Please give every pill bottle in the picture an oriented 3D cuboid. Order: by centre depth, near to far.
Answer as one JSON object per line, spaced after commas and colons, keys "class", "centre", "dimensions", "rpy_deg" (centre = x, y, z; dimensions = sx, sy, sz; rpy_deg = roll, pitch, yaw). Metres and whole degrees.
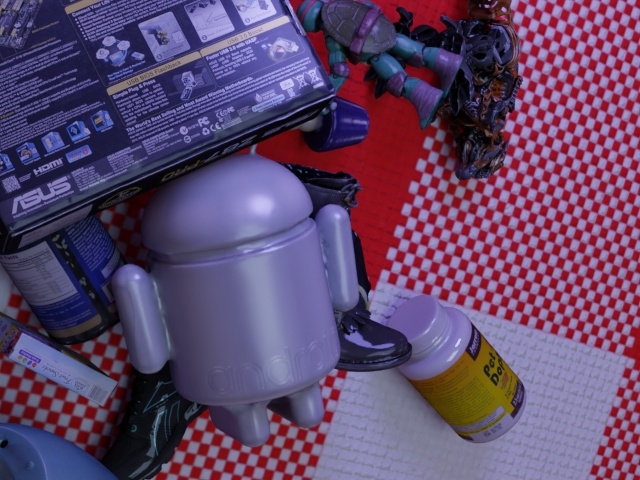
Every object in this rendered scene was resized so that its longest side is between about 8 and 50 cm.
{"class": "pill bottle", "centre": [-0.304, 0.001, 1.774], "dimensions": [0.123, 0.123, 0.219], "rpy_deg": [-38, 119, -20]}
{"class": "pill bottle", "centre": [0.181, 0.171, 2.132], "dimensions": [0.117, 0.117, 0.215], "rpy_deg": [-50, 123, -13]}

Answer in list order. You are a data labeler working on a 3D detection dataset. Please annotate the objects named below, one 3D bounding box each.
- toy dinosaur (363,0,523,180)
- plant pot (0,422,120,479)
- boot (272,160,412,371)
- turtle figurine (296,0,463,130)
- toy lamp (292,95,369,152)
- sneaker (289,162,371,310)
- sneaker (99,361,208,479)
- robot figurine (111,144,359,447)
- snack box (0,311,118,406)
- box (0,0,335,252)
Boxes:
{"class": "toy dinosaur", "centre": [0.187, -0.239, 2.052], "dimensions": [0.218, 0.164, 0.322], "rpy_deg": [-13, 90, -45]}
{"class": "plant pot", "centre": [-0.335, 0.333, 1.688], "dimensions": [0.293, 0.293, 0.235], "rpy_deg": [-45, 144, -16]}
{"class": "boot", "centre": [0.009, 0.027, 1.918], "dimensions": [0.263, 0.091, 0.229], "rpy_deg": [17, 113, 3]}
{"class": "turtle figurine", "centre": [0.046, -0.229, 1.888], "dimensions": [0.234, 0.118, 0.175], "rpy_deg": [28, 66, 7]}
{"class": "toy lamp", "centre": [-0.065, -0.149, 1.924], "dimensions": [0.274, 0.080, 0.080], "rpy_deg": [1, 101, -31]}
{"class": "sneaker", "centre": [0.000, 0.000, 2.016], "dimensions": [0.235, 0.084, 0.097], "rpy_deg": [67, 30, -19]}
{"class": "sneaker", "centre": [-0.201, 0.199, 1.920], "dimensions": [0.106, 0.101, 0.267], "rpy_deg": [49, 68, -16]}
{"class": "robot figurine", "centre": [-0.091, 0.052, 1.804], "dimensions": [0.300, 0.199, 0.354], "rpy_deg": [-19, 105, -27]}
{"class": "snack box", "centre": [-0.314, 0.135, 1.813], "dimensions": [0.141, 0.100, 0.037], "rpy_deg": [34, 84, -34]}
{"class": "box", "centre": [-0.227, -0.208, 1.686], "dimensions": [0.395, 0.097, 0.318], "rpy_deg": [-26, 85, -20]}
